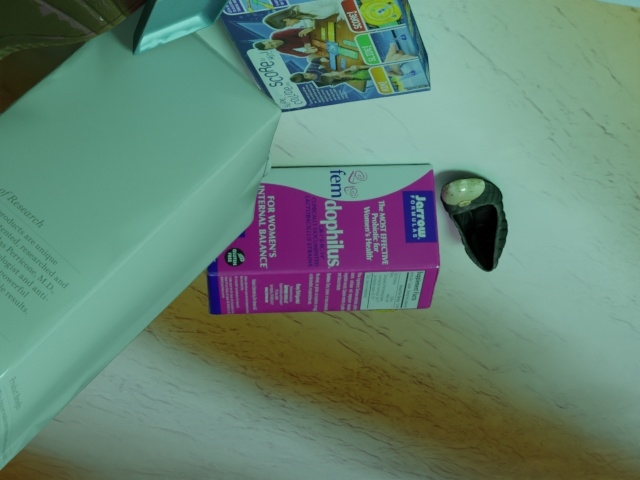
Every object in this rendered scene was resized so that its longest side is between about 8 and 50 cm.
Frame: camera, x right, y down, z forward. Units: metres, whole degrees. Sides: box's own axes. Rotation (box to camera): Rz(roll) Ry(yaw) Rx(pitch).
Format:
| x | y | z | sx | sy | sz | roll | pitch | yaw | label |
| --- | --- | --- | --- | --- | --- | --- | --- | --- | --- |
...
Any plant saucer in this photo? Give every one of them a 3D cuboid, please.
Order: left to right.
| x | y | z | sx | sy | sz | roll | pitch | yaw | label |
| --- | --- | --- | --- | --- | --- | --- | --- | --- | --- |
| -0.093 | -0.161 | 1.058 | 0.067 | 0.018 | 0.192 | -23 | 180 | -12 | plant saucer |

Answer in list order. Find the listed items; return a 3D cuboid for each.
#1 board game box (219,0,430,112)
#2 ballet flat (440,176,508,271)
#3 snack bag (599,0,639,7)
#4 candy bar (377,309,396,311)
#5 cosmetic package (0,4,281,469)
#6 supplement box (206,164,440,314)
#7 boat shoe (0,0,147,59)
| x | y | z | sx | sy | sz | roll | pitch | yaw | label |
| --- | --- | --- | --- | --- | --- | --- | --- | --- | --- |
| 0.002 | -0.166 | 1.199 | 0.136 | 0.035 | 0.201 | -7 | 157 | 11 | board game box |
| 0.158 | -0.019 | 1.542 | 0.057 | 0.049 | 0.173 | -10 | 156 | 15 | ballet flat |
| 0.050 | -0.247 | 0.715 | 0.342 | 0.037 | 0.323 | 15 | 142 | 29 | snack bag |
| 0.028 | 0.063 | 1.765 | 0.161 | 0.018 | 0.040 | 11 | 150 | -28 | candy bar |
| -0.214 | 0.018 | 1.182 | 0.156 | 0.385 | 0.217 | 40 | 155 | 8 | cosmetic package |
| 0.000 | 0.000 | 1.494 | 0.220 | 0.111 | 0.114 | -2 | 157 | -4 | supplement box |
| -0.219 | -0.187 | 1.085 | 0.285 | 0.089 | 0.104 | -18 | 137 | 26 | boat shoe |
